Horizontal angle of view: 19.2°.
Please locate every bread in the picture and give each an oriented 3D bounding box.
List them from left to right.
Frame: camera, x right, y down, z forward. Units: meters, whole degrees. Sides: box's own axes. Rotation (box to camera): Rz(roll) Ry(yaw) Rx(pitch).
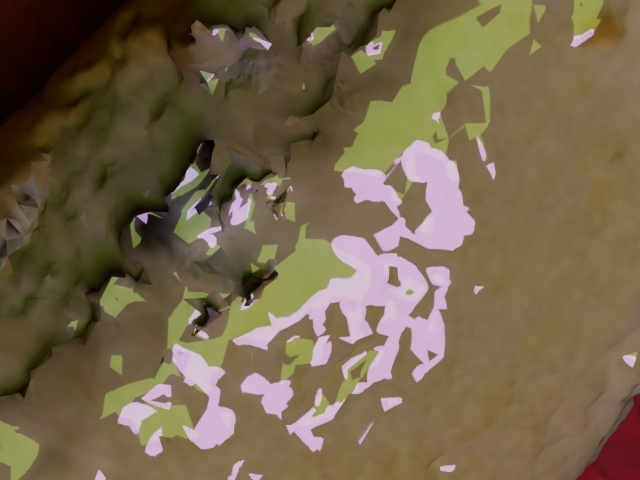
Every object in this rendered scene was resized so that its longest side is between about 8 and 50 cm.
[{"bbox_3d":[0.000,0.000,0.662,0.375,0.165,0.236,-45,121,7],"label":"bread"}]
